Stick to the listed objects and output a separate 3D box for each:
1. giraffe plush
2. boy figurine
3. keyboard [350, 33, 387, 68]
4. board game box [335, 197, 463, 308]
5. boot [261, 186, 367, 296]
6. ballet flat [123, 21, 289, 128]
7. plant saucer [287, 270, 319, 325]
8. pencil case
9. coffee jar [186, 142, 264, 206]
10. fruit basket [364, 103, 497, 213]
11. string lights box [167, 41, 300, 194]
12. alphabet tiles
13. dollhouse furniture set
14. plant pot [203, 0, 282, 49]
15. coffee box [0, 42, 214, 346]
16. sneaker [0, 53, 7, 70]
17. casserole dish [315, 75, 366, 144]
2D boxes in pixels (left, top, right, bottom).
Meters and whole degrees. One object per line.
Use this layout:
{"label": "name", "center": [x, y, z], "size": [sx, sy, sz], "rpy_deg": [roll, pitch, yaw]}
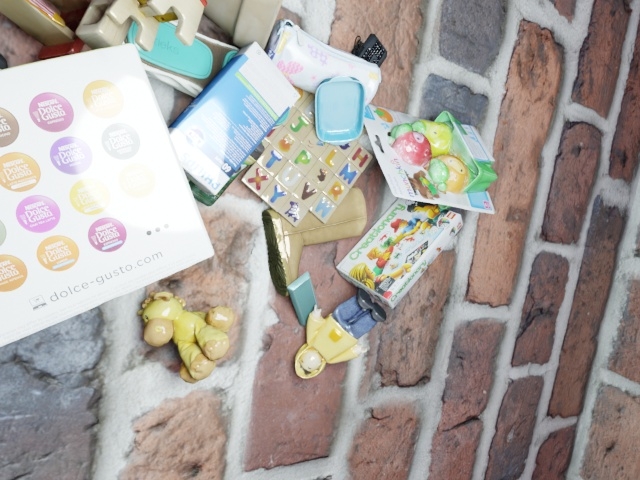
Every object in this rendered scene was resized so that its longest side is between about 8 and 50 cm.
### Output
{"label": "giraffe plush", "center": [-0.300, 0.180, 0.972], "size": [0.170, 0.210, 0.181], "rpy_deg": [30, 109, -26]}
{"label": "boy figurine", "center": [0.030, 0.246, 1.181], "size": [0.285, 0.092, 0.177], "rpy_deg": [-42, 94, 14]}
{"label": "keyboard", "center": [0.103, -0.440, 1.161], "size": [0.100, 0.038, 0.192], "rpy_deg": [37, 80, -30]}
{"label": "board game box", "center": [0.211, 0.017, 1.224], "size": [0.305, 0.193, 0.053], "rpy_deg": [-47, 137, -15]}
{"label": "boot", "center": [0.000, 0.000, 1.161], "size": [0.269, 0.089, 0.236], "rpy_deg": [-14, 107, -29]}
{"label": "ballet flat", "center": [-0.234, -0.337, 0.923], "size": [0.400, 0.139, 0.139], "rpy_deg": [13, 94, -49]}
{"label": "plant saucer", "center": [-0.038, 0.154, 1.157], "size": [0.067, 0.018, 0.192], "rpy_deg": [-37, 146, -19]}
{"label": "pencil case", "center": [0.003, -0.400, 1.048], "size": [0.273, 0.113, 0.124], "rpy_deg": [16, 131, -26]}
{"label": "coffee jar", "center": [-0.211, -0.166, 0.973], "size": [0.184, 0.079, 0.096], "rpy_deg": [-43, 138, 7]}
{"label": "fruit basket", "center": [0.277, -0.224, 1.165], "size": [0.353, 0.165, 0.327], "rpy_deg": [10, 51, -35]}
{"label": "string lights box", "center": [-0.173, -0.227, 0.857], "size": [0.260, 0.077, 0.133], "rpy_deg": [-52, 122, -12]}
{"label": "alphabet tiles", "center": [-0.026, -0.216, 1.103], "size": [0.285, 0.011, 0.342], "rpy_deg": [41, 71, -19]}
{"label": "dollhouse furniture set", "center": [-0.355, -0.394, 0.652], "size": [0.201, 0.374, 0.152], "rpy_deg": [41, 61, -56]}
{"label": "plant pot", "center": [-0.179, -0.552, 0.841], "size": [0.280, 0.323, 0.323], "rpy_deg": [20, 89, -16]}
{"label": "coffee box", "center": [-0.431, -0.088, 0.744], "size": [0.337, 0.338, 0.334], "rpy_deg": [-25, 111, -25]}
{"label": "sneaker", "center": [-0.650, -0.291, 0.742], "size": [0.234, 0.084, 0.097], "rpy_deg": [3, 120, -28]}
{"label": "casserole dish", "center": [0.043, -0.304, 1.054], "size": [0.114, 0.037, 0.188], "rpy_deg": [-5, 143, -3]}
